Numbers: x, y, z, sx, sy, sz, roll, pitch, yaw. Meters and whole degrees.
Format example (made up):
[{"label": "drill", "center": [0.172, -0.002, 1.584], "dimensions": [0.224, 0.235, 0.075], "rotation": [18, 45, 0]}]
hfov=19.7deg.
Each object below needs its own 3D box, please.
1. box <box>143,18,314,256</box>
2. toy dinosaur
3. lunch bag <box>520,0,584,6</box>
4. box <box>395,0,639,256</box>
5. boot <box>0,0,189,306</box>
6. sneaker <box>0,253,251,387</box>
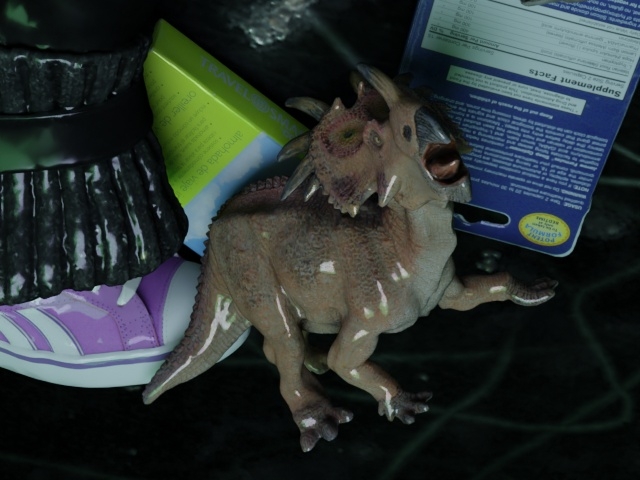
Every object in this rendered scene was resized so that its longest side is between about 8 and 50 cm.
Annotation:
[{"label": "box", "center": [-0.062, -0.044, 1.143], "dimensions": [0.178, 0.042, 0.109], "rotation": [37, 125, -18]}, {"label": "toy dinosaur", "center": [0.000, 0.000, 1.072], "dimensions": [0.295, 0.127, 0.200], "rotation": [-18, 114, 35]}, {"label": "lunch bag", "center": [0.213, -0.223, 0.839], "dimensions": [0.235, 0.169, 0.287], "rotation": [-11, 141, -11]}, {"label": "box", "center": [0.114, -0.098, 1.071], "dimensions": [0.136, 0.036, 0.225], "rotation": [15, 128, -1]}, {"label": "boot", "center": [-0.105, -0.104, 1.004], "dimensions": [0.348, 0.131, 0.260], "rotation": [-5, 105, 27]}, {"label": "sneaker", "center": [-0.184, -0.001, 1.167], "dimensions": [0.282, 0.102, 0.161], "rotation": [6, 126, 6]}]
